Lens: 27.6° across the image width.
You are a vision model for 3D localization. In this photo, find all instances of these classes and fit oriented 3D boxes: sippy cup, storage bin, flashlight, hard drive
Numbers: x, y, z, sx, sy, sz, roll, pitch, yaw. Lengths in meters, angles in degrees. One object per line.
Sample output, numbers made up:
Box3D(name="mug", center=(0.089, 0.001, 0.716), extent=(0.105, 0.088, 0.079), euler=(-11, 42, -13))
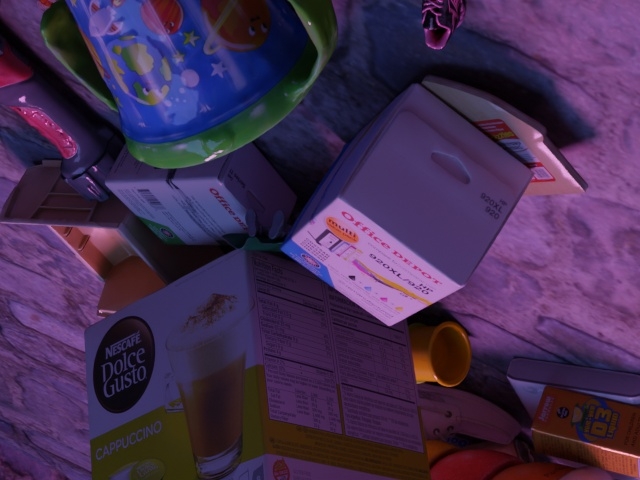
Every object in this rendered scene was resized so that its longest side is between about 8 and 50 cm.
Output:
Box3D(name="sippy cup", center=(-0.146, -0.230, 1.322), extent=(0.305, 0.240, 0.224), euler=(-26, 123, 8))
Box3D(name="storage bin", center=(-0.304, 0.005, 1.955), extent=(0.260, 0.123, 0.262), euler=(3, 147, 34))
Box3D(name="flashlight", center=(-0.382, -0.165, 1.734), extent=(0.103, 0.103, 0.304), euler=(-3, 142, 40))
Box3D(name="hard drive", center=(0.421, 0.282, 1.962), extent=(0.203, 0.040, 0.307), euler=(6, 148, 32))

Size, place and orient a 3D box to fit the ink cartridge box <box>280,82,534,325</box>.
Box3D(name="ink cartridge box", center=(0.091, -0.034, 1.473), extent=(0.171, 0.168, 0.232), euler=(36, 159, -6))

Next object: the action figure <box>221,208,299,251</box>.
Box3D(name="action figure", center=(0.000, 0.000, 1.691), extent=(0.137, 0.064, 0.232), euler=(7, 176, 38))

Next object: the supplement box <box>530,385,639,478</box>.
Box3D(name="supplement box", center=(0.416, 0.277, 1.824), extent=(0.233, 0.078, 0.080), euler=(10, 150, 24))

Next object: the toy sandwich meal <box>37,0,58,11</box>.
Box3D(name="toy sandwich meal", center=(-0.305, -0.272, 1.561), extent=(0.085, 0.029, 0.086), euler=(19, 153, 10))

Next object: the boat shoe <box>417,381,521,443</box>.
Box3D(name="boat shoe", center=(0.181, 0.286, 2.096), extent=(0.277, 0.096, 0.098), euler=(17, 152, 13))

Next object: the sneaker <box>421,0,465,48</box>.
Box3D(name="sneaker", center=(0.115, -0.233, 1.265), extent=(0.047, 0.057, 0.119), euler=(16, 151, 20))

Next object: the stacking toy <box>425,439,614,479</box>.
Box3D(name="stacking toy", center=(0.187, 0.419, 1.996), extent=(0.479, 0.351, 0.351), euler=(25, 158, 36))

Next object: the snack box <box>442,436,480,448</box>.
Box3D(name="snack box", center=(0.219, 0.359, 2.280), extent=(0.178, 0.022, 0.064), euler=(13, 149, 20))

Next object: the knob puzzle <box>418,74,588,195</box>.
Box3D(name="knob puzzle", center=(0.181, -0.121, 1.433), extent=(0.213, 0.030, 0.213), euler=(28, 159, 12))

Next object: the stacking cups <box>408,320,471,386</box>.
Box3D(name="stacking cups", center=(0.082, 0.177, 1.986), extent=(0.316, 0.096, 0.096), euler=(-8, 139, 47))

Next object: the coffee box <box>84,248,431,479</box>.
Box3D(name="coffee box", center=(-0.090, 0.246, 1.806), extent=(0.337, 0.334, 0.338), euler=(-27, 149, 35))

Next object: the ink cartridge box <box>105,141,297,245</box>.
Box3D(name="ink cartridge box", center=(-0.158, -0.067, 1.747), extent=(0.208, 0.087, 0.153), euler=(2, 146, 37))

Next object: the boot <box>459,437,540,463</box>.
Box3D(name="boot", center=(0.219, 0.365, 2.205), extent=(0.269, 0.089, 0.236), euler=(-17, 118, 34))
